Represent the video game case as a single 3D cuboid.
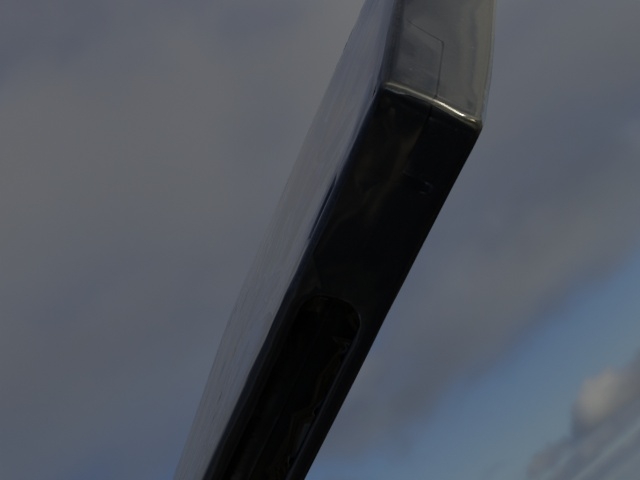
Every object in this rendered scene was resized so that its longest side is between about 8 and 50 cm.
[{"bbox_3d":[0.000,0.000,0.518,0.275,0.035,0.248,-74,8,-61],"label":"video game case"}]
